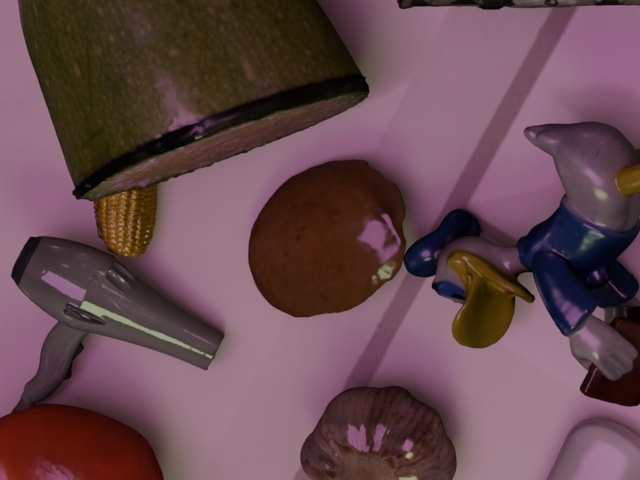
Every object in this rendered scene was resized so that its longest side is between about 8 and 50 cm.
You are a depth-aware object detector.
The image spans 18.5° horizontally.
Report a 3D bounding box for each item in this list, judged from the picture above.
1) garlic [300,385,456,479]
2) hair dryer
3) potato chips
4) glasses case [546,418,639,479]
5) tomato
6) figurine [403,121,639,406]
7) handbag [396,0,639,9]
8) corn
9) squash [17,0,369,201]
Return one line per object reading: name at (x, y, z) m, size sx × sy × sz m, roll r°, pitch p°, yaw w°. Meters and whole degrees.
garlic at (0.064, 0.211, 1.991) m, size 0.159 × 0.102 × 0.147 m, roll -23°, pitch 107°, yaw 34°
hair dryer at (-0.220, 0.126, 2.096) m, size 0.229 × 0.092 × 0.267 m, roll 12°, pitch 126°, yaw 6°
potato chips at (0.000, 0.000, 1.974) m, size 0.202 × 0.049 × 0.150 m, roll -15°, pitch 89°, yaw 34°
glasses case at (0.253, 0.287, 1.960) m, size 0.092 × 0.059 × 0.233 m, roll 25°, pitch 109°, yaw 15°
tomato at (-0.281, 0.289, 2.085) m, size 0.260 × 0.180 × 0.260 m, roll 3°, pitch 102°, yaw 16°
figurine at (0.239, 0.018, 1.879) m, size 0.338 × 0.204 × 0.283 m, roll -6°, pitch 107°, yaw 33°
handbag at (0.271, -0.360, 1.704) m, size 0.416 × 0.180 × 0.316 m, roll -1°, pitch 102°, yaw 2°
corn at (-0.203, -0.084, 2.038) m, size 0.072 × 0.072 × 0.203 m, roll 5°, pitch 105°, yaw 19°
squash at (-0.142, -0.229, 1.877) m, size 0.310 × 0.310 × 0.309 m, roll -21°, pitch 86°, yaw 22°
